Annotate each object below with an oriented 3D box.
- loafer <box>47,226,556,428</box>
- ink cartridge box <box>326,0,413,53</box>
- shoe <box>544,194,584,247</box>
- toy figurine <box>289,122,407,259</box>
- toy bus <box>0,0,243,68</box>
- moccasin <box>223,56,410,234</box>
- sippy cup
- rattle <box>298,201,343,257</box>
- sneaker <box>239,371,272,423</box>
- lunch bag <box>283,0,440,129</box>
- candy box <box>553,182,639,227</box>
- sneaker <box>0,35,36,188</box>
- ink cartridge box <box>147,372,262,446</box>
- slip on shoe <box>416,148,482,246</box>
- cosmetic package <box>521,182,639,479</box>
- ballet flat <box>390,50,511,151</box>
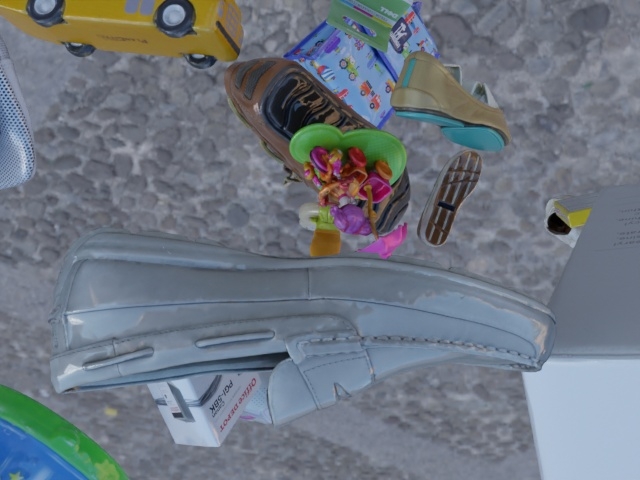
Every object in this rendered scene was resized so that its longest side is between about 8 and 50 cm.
[{"bbox_3d":[-0.012,0.066,0.529,0.320,0.111,0.112,4,163,3],"label":"loafer"},{"bbox_3d":[0.083,-0.397,1.251,0.109,0.209,0.062,23,147,-20],"label":"ink cartridge box"},{"bbox_3d":[0.465,-0.041,1.565,0.058,0.219,0.076,14,107,-9],"label":"shoe"},{"bbox_3d":[0.046,-0.049,1.032,0.173,0.159,0.130,24,130,-36],"label":"toy figurine"},{"bbox_3d":[-0.266,-0.314,1.075,0.333,0.130,0.108,8,170,14],"label":"toy bus"},{"bbox_3d":[0.002,-0.128,1.200,0.380,0.139,0.147,31,179,-43],"label":"moccasin"},{"bbox_3d":[-0.368,0.314,0.921,0.306,0.224,0.240,-2,133,42],"label":"sippy cup"},{"bbox_3d":[0.000,0.000,1.661,0.130,0.142,0.200,1,169,-28],"label":"rattle"},{"bbox_3d":[-0.094,0.177,1.074,0.103,0.252,0.111,-43,99,1],"label":"sneaker"},{"bbox_3d":[0.110,-0.395,1.724,0.221,0.293,0.138,49,166,-27],"label":"lunch bag"},{"bbox_3d":[0.451,-0.060,1.193,0.206,0.105,0.027,-12,99,8],"label":"candy box"},{"bbox_3d":[-0.276,-0.035,0.518,0.137,0.210,0.365,-12,126,-33],"label":"sneaker"},{"bbox_3d":[-0.119,0.118,0.804,0.056,0.099,0.135,-3,121,28],"label":"ink cartridge box"},{"bbox_3d":[0.164,-0.056,1.071,0.051,0.135,0.041,22,180,-16],"label":"slip on shoe"},{"bbox_3d":[0.401,0.145,0.720,0.328,0.394,0.329,-4,109,29],"label":"cosmetic package"},{"bbox_3d":[0.154,-0.149,0.898,0.080,0.073,0.232,9,180,32],"label":"ballet flat"}]
